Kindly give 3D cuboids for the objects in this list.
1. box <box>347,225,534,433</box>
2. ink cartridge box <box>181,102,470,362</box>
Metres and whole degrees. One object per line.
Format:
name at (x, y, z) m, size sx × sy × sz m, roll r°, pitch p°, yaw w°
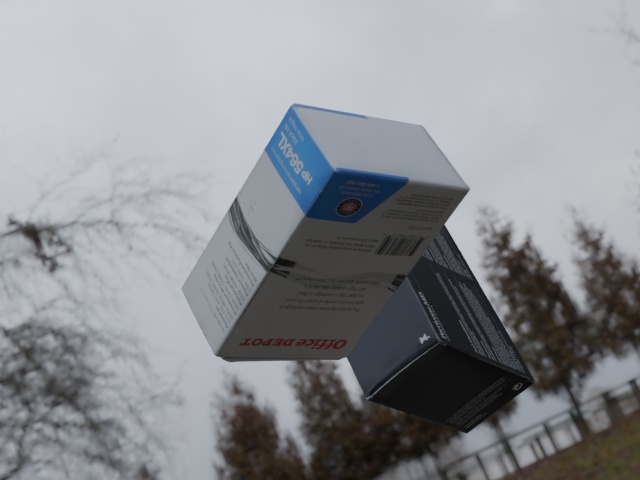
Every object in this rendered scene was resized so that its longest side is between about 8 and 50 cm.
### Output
box at (0.083, 0.052, 1.350) m, size 0.103 × 0.261 × 0.184 m, roll -40°, pitch -38°, yaw 18°
ink cartridge box at (0.000, 0.000, 1.065) m, size 0.148 × 0.086 × 0.203 m, roll 5°, pitch -49°, yaw -41°
